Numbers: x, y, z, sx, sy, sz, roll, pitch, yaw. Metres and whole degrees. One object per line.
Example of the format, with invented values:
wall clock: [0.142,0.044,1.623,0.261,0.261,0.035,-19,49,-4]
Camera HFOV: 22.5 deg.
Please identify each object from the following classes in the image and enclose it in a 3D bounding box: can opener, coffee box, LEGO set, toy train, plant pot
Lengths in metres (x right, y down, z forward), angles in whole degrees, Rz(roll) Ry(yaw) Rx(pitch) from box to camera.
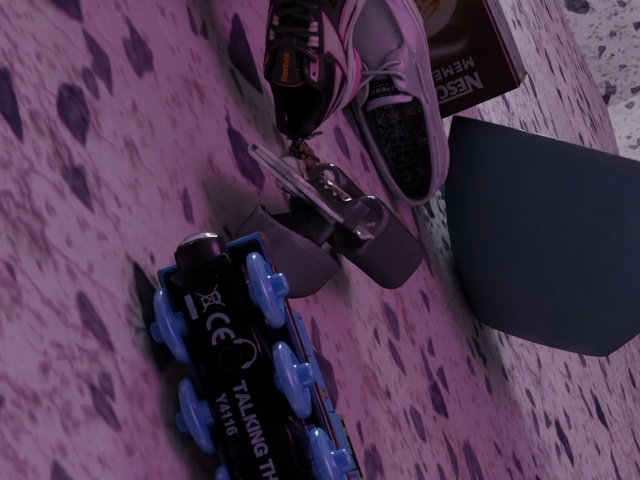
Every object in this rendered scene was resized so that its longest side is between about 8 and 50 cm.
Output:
can opener: [0.000,0.000,1.114,0.076,0.095,0.283,39,0,17]
coffee box: [0.090,-0.242,1.556,0.247,0.141,0.098,66,16,-9]
LEGO set: [-0.017,-0.054,1.195,0.054,0.023,0.083,64,30,-11]
toy train: [-0.032,0.085,0.864,0.105,0.080,0.184,36,33,-78]
plant pot: [0.248,0.005,1.612,0.290,0.290,0.195,-2,107,-73]

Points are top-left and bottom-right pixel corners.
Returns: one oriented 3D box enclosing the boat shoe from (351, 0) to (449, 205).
boat shoe: [0.065,-0.137,1.444,0.081,0.079,0.228,-76,148,-66]

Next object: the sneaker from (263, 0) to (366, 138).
sneaker: [-0.009,-0.145,1.131,0.178,0.072,0.077,79,31,-41]
